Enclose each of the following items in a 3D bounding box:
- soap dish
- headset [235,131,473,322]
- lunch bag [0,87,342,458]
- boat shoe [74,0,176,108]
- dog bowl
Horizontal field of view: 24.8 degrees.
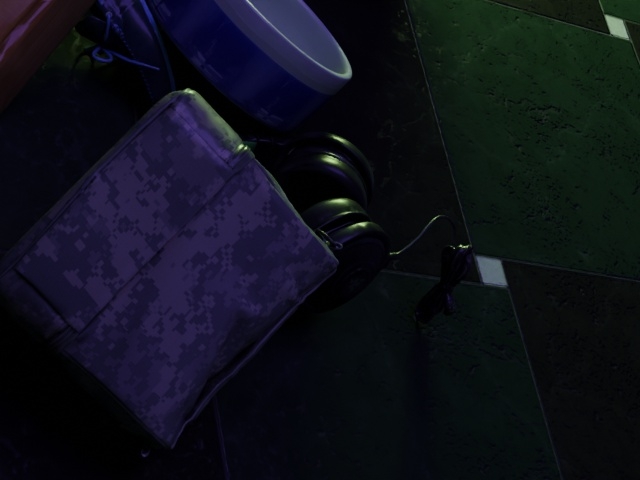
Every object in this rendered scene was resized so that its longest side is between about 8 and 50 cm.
[{"bbox_3d":[-0.408,-0.309,1.618,0.291,0.118,0.229,39,75,-8],"label":"soap dish"},{"bbox_3d":[0.000,0.000,1.761,0.394,0.185,0.243,11,38,-19],"label":"headset"},{"bbox_3d":[-0.159,0.036,1.493,0.256,0.212,0.305,45,79,-5],"label":"lunch bag"},{"bbox_3d":[-0.262,-0.271,1.769,0.089,0.109,0.258,-29,96,-18],"label":"boat shoe"},{"bbox_3d":[-0.088,-0.263,1.822,0.265,0.104,0.265,42,17,-16],"label":"dog bowl"}]
